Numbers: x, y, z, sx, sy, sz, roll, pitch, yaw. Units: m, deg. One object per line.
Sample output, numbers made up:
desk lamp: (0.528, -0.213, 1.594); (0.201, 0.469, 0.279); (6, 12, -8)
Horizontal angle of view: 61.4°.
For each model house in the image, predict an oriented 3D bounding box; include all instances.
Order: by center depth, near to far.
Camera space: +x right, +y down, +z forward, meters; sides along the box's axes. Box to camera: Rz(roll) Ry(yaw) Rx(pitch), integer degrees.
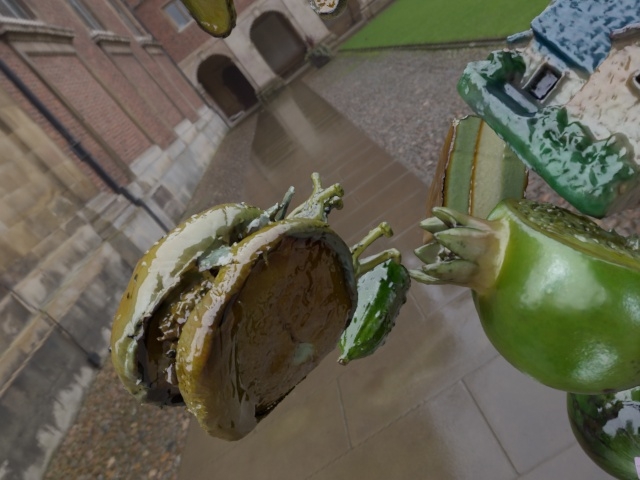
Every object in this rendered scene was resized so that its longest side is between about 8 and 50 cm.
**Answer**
model house: (0.394, -0.234, 0.714); (0.245, 0.312, 0.280); (-9, -36, -39)

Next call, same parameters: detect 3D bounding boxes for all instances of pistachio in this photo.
pistachio: (-0.154, -0.332, 0.671); (0.090, 0.172, 0.049); (12, 63, 18)

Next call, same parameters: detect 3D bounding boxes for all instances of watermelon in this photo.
watermelon: (0.718, 0.360, 1.178); (0.363, 0.363, 0.363); (-34, 19, 13)

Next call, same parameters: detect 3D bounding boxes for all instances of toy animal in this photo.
toy animal: (0.000, 0.000, 0.672); (0.136, 0.073, 0.181); (-35, 57, -14)

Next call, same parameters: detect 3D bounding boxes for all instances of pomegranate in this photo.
pomegranate: (0.292, 0.073, 0.727); (0.309, 0.359, 0.215); (-92, 12, -67)

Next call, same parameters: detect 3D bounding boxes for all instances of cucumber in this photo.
cucumber: (0.087, 0.147, 1.045); (0.134, 0.134, 0.244); (-23, 24, 40)

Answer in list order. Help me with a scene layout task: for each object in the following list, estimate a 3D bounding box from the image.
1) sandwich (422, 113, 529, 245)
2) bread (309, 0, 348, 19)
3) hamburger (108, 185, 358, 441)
sandwich: (0.296, -0.098, 1.057); (0.198, 0.155, 0.227); (92, -172, -80)
bread: (0.021, -0.427, 0.777); (0.073, 0.214, 0.053); (6, 6, 32)
hamburger: (-0.059, 0.045, 0.399); (0.114, 0.177, 0.185); (19, 94, 36)
